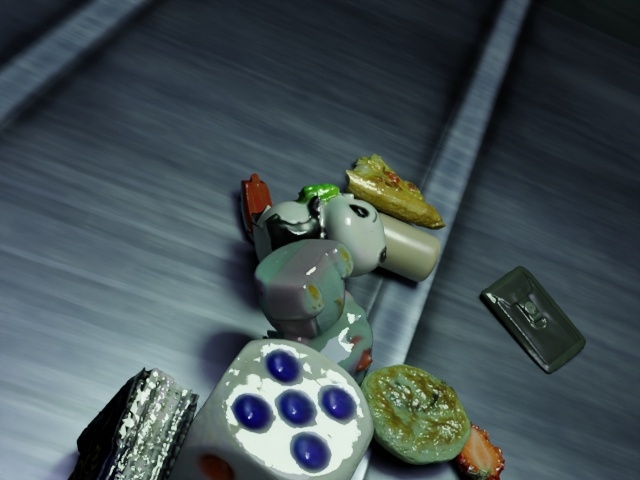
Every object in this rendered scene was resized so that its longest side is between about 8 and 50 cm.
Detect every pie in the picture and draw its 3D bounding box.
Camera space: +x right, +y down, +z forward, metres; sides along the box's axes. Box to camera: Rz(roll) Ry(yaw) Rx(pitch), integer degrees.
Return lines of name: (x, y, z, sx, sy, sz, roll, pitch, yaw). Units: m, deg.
pie: (0.182, 0.334, 1.532, 0.241, 0.054, 0.240, 17, 36, -12)

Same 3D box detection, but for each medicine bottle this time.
medicine bottle: (0.137, -0.001, 1.773, 0.252, 0.114, 0.114, 23, 46, -8)

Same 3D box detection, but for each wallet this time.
wallet: (0.504, 0.182, 1.857, 0.169, 0.052, 0.245, -26, 70, -36)

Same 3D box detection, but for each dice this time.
dice: (-0.083, 0.334, 1.273, 0.251, 0.259, 0.243, 34, 44, 4)

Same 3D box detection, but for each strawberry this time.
strawberry: (0.306, 0.424, 1.549, 0.104, 0.048, 0.152, 15, 31, -7)

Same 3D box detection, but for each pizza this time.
pizza: (0.140, -0.145, 1.863, 0.280, 0.075, 0.287, 19, 24, -29)

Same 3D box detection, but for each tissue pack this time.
tissue pack: (-0.315, 0.365, 1.139, 0.123, 0.245, 0.332, 36, 43, -18)

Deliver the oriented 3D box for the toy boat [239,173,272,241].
toy boat: (-0.139, -0.060, 1.721, 0.069, 0.059, 0.172, 0, 60, -27)

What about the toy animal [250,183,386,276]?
toy animal: (-0.001, -0.009, 1.607, 0.267, 0.212, 0.212, -20, 62, -14)

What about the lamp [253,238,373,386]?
lamp: (-0.031, 0.161, 1.448, 0.248, 0.301, 0.247, 1, 33, 31)
